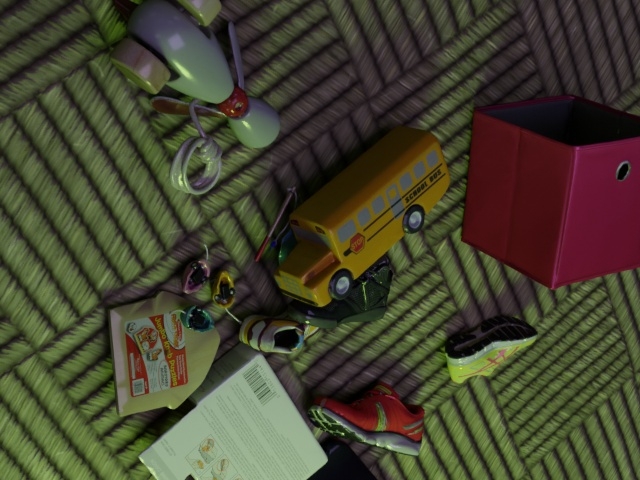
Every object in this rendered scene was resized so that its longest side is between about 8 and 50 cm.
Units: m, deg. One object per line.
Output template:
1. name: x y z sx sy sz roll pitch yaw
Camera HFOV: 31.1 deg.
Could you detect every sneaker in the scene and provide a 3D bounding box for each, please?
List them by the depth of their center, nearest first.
1. sneaker: -0.045 0.155 1.917 0.185 0.084 0.069 -11 115 -45
2. sneaker: 0.038 0.075 1.918 0.228 0.087 0.130 -5 118 -45
3. sneaker: 0.086 0.312 2.101 0.279 0.107 0.118 24 77 -42
4. sneaker: 0.328 0.215 2.227 0.209 0.081 0.094 -16 125 -21

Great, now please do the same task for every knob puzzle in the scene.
1. knob puzzle: -0.247 0.173 1.825 0.213 0.030 0.213 -3 95 -38

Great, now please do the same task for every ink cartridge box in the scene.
1. ink cartridge box: -0.152 0.356 1.956 0.261 0.066 0.296 -39 126 -15

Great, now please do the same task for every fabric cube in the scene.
1. fabric cube: 0.432 -0.094 2.040 0.254 0.259 0.258 -10 116 -32

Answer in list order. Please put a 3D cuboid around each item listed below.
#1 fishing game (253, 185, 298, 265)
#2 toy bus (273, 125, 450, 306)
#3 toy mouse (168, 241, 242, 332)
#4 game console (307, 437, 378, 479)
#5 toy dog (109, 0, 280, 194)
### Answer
1. fishing game: 0.000 0.000 1.925 0.264 0.041 0.189 23 96 -47
2. toy bus: 0.064 -0.040 1.854 0.333 0.108 0.130 -40 127 -26
3. toy mouse: -0.196 0.088 1.812 0.143 0.031 0.161 -30 119 -43
4. game console: -0.020 0.597 2.159 0.386 0.060 0.342 -44 128 -11
5. toy dog: -0.192 -0.249 1.640 0.220 0.161 0.333 -37 141 -20
